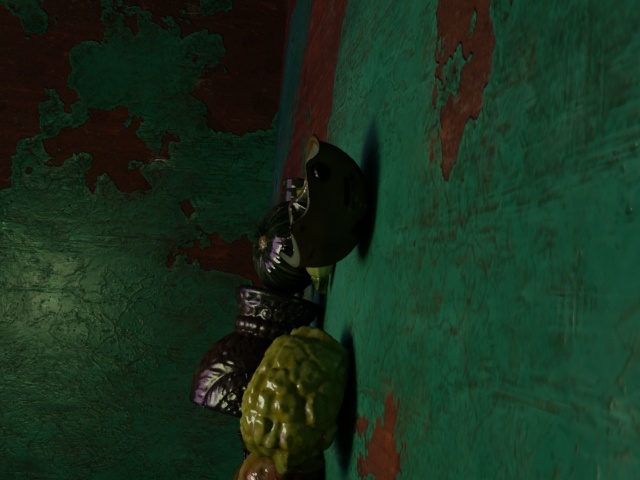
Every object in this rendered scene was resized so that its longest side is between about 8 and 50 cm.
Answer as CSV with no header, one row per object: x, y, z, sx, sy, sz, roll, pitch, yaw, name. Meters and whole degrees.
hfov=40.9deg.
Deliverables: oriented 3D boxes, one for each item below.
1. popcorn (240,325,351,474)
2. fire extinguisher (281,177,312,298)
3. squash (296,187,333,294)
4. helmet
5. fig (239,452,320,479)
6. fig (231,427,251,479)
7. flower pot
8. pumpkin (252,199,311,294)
-0.036,0.257,1.476,0.286,0.173,0.225,-72,5,-76,popcorn
-0.059,0.010,2.011,0.114,0.095,0.311,12,-100,-59,fire extinguisher
0.000,0.000,1.731,0.094,0.094,0.224,-134,41,-80,squash
0.014,-0.055,1.429,0.198,0.130,0.224,126,159,-68,helmet
-0.084,0.443,1.695,0.257,0.159,0.159,-113,29,-66,fig
-0.128,0.516,1.801,0.170,0.145,0.274,-104,-4,-80,fig
-0.119,0.244,1.820,0.266,0.266,0.267,140,146,-79,flower pot
-0.062,0.015,1.864,0.211,0.152,0.212,-176,90,-69,pumpkin
